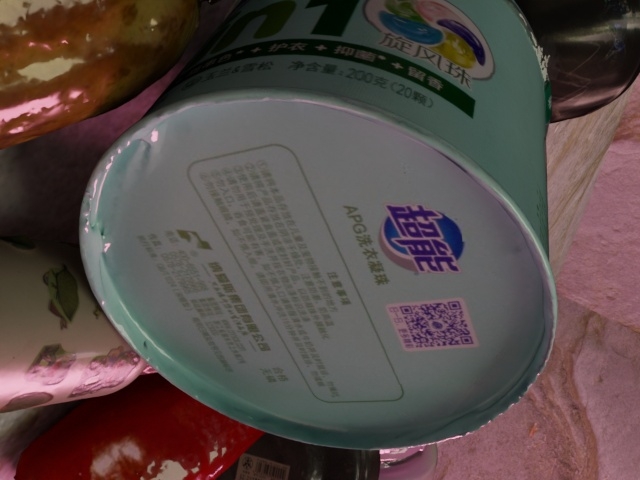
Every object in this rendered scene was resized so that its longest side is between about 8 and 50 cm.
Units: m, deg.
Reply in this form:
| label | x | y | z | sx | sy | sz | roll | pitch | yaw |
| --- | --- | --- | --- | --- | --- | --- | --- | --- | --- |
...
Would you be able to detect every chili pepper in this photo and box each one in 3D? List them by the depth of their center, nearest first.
| label | x | y | z | sx | sy | sz | roll | pitch | yaw |
| --- | --- | --- | --- | --- | --- | --- | --- | --- | --- |
| chili pepper | -0.200 | 0.213 | 0.610 | 0.338 | 0.131 | 0.135 | -28 | 110 | -38 |

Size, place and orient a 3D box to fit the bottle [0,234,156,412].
| label | x | y | z | sx | sy | sz | roll | pitch | yaw |
| --- | --- | --- | --- | --- | --- | --- | --- | --- | --- |
| bottle | -0.188 | 0.060 | 0.489 | 0.253 | 0.120 | 0.120 | 13 | 105 | -63 |

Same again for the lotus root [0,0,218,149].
| label | x | y | z | sx | sy | sz | roll | pitch | yaw |
| --- | --- | --- | --- | --- | --- | --- | --- | --- | --- |
| lotus root | -0.164 | -0.130 | 0.318 | 0.314 | 0.141 | 0.169 | -32 | 140 | -30 |

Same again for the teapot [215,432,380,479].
| label | x | y | z | sx | sy | sz | roll | pitch | yaw |
| --- | --- | --- | --- | --- | --- | --- | --- | --- | --- |
| teapot | -0.050 | 0.307 | 0.838 | 0.322 | 0.239 | 0.239 | -59 | 152 | -2 |

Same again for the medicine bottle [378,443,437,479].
| label | x | y | z | sx | sy | sz | roll | pitch | yaw |
| --- | --- | --- | --- | --- | --- | --- | --- | --- | --- |
| medicine bottle | 0.066 | 0.327 | 1.071 | 0.241 | 0.241 | 0.302 | -21 | 125 | -52 |

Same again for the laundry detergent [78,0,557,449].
| label | x | y | z | sx | sy | sz | roll | pitch | yaw |
| --- | --- | --- | --- | --- | --- | --- | --- | --- | --- |
| laundry detergent | 0.024 | -0.055 | 0.504 | 0.305 | 0.287 | 0.287 | -70 | 168 | -47 |

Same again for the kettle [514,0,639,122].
| label | x | y | z | sx | sy | sz | roll | pitch | yaw |
| --- | --- | --- | --- | --- | --- | --- | --- | --- | --- |
| kettle | 0.267 | -0.298 | 0.878 | 0.324 | 0.228 | 0.321 | -23 | 109 | -46 |
